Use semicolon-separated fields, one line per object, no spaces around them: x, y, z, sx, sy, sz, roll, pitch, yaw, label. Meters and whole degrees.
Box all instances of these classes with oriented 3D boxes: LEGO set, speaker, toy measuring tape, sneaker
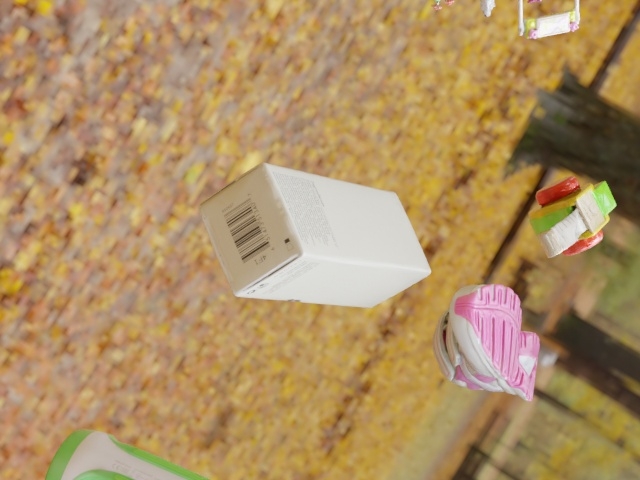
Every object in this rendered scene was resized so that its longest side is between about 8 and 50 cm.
0.218;-0.307;1.799;0.132;0.287;0.107;-97;-178;-68;LEGO set
-0.190;0.338;1.819;0.131;0.296;0.131;21;90;-76;speaker
0.347;-0.019;2.172;0.330;0.121;0.121;-32;151;-60;toy measuring tape
0.179;0.123;1.715;0.252;0.111;0.103;55;43;-59;sneaker

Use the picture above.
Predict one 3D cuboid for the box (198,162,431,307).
0.000;0.000;1.542;0.094;0.113;0.275;-32;159;25;box
